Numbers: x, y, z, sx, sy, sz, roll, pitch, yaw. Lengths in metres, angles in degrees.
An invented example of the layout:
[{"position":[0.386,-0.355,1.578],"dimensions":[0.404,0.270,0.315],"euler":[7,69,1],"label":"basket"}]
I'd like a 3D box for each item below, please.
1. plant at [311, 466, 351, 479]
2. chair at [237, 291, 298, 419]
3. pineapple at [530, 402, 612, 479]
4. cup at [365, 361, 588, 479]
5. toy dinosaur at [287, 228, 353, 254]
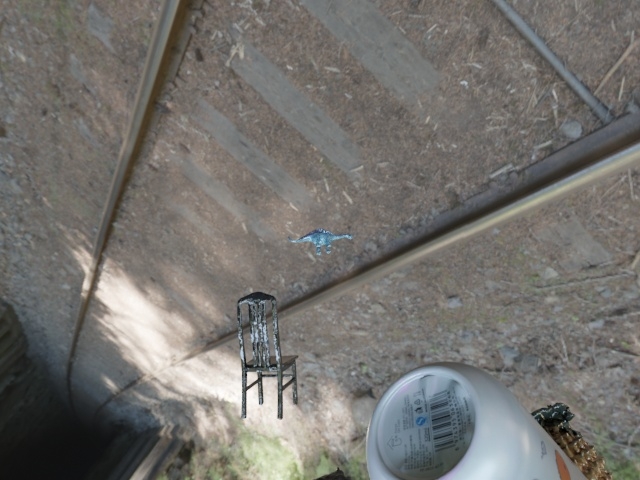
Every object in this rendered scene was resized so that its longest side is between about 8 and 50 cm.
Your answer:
[{"position":[-0.015,0.379,0.591],"dimensions":[0.094,0.143,0.092],"euler":[15,119,56],"label":"plant"},{"position":[-0.094,0.197,0.779],"dimensions":[0.084,0.213,0.101],"euler":[-4,174,13],"label":"chair"},{"position":[0.657,0.577,1.186],"dimensions":[0.222,0.357,0.223],"euler":[9,125,12],"label":"pineapple"},{"position":[0.211,0.309,0.562],"dimensions":[0.212,0.213,0.317],"euler":[-12,129,45],"label":"cup"},{"position":[0.000,0.000,1.297],"dimensions":[0.197,0.080,0.045],"euler":[-2,134,0],"label":"toy dinosaur"}]
